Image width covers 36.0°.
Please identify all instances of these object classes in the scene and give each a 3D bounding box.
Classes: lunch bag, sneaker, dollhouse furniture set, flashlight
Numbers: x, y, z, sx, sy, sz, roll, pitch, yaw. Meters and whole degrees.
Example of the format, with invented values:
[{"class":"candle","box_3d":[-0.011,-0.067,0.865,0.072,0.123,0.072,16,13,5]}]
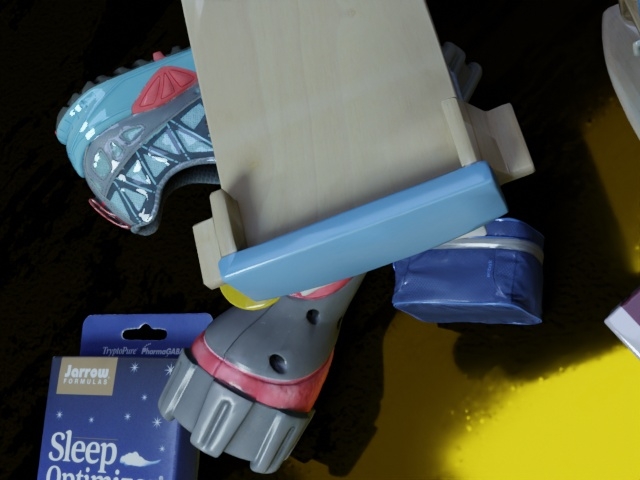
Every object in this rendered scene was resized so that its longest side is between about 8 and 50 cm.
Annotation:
[{"class":"lunch bag","box_3d":[0.092,0.016,0.628,0.098,0.067,0.065,-1,74,29]},{"class":"sneaker","box_3d":[-0.047,-0.087,0.707,0.261,0.104,0.125,-26,84,-3]},{"class":"dollhouse furniture set","box_3d":[0.062,-0.120,0.576,0.303,0.198,0.287,-22,66,12]},{"class":"flashlight","box_3d":[0.000,0.000,0.659,0.304,0.103,0.103,-63,19,6]}]

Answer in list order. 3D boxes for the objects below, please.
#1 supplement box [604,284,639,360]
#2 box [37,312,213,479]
[{"class":"supplement box","box_3d":[0.280,0.008,0.505,0.239,0.073,0.130,-44,76,13]},{"class":"box","box_3d":[-0.154,0.165,0.749,0.136,0.036,0.225,-4,74,29]}]
